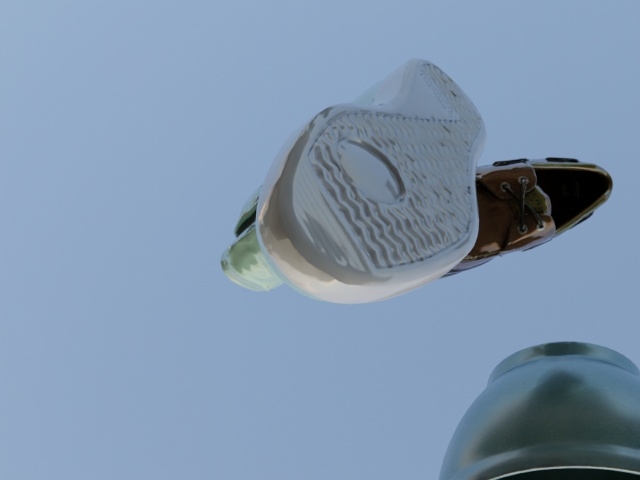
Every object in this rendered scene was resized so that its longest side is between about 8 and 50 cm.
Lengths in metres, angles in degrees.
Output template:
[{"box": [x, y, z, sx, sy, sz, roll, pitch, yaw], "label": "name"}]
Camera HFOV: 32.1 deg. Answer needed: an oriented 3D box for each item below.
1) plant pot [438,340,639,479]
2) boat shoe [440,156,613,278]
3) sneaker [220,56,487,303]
[{"box": [0.264, 0.232, 1.183, 0.293, 0.293, 0.196, -10, -134, 17], "label": "plant pot"}, {"box": [0.192, -0.039, 1.162, 0.104, 0.307, 0.110, -14, -85, 46], "label": "boat shoe"}, {"box": [0.000, 0.000, 0.567, 0.094, 0.256, 0.151, 47, -64, -2], "label": "sneaker"}]
